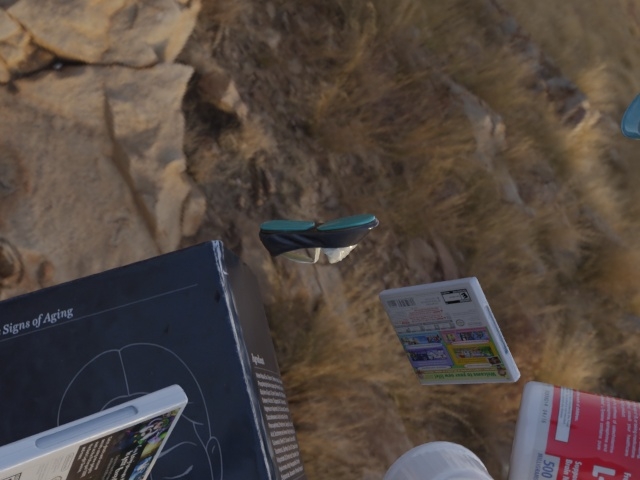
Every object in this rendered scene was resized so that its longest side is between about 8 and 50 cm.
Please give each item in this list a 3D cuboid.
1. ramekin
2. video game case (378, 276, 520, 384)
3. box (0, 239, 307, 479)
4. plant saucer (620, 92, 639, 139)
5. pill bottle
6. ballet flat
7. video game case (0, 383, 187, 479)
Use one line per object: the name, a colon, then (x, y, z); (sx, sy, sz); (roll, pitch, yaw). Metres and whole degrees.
ramekin: (0.269, 0.590, 1.765); (0.277, 0.277, 0.135); (58, -7, -15)
video game case: (0.218, 0.161, 1.412); (0.023, 0.212, 0.193); (-36, 106, -40)
box: (-0.278, 0.305, 1.092); (0.297, 0.479, 0.472); (62, 13, -78)
plant saucer: (0.458, -0.177, 1.094); (0.021, 0.119, 0.119); (37, 34, -19)
pill bottle: (0.561, 0.408, 1.499); (0.229, 0.407, 0.229); (10, 90, -75)
ballet flat: (0.000, 0.000, 1.245); (0.074, 0.203, 0.074); (11, 78, -62)
video game case: (-0.210, 0.201, 0.663); (0.173, 0.190, 0.022); (-14, 55, -42)
